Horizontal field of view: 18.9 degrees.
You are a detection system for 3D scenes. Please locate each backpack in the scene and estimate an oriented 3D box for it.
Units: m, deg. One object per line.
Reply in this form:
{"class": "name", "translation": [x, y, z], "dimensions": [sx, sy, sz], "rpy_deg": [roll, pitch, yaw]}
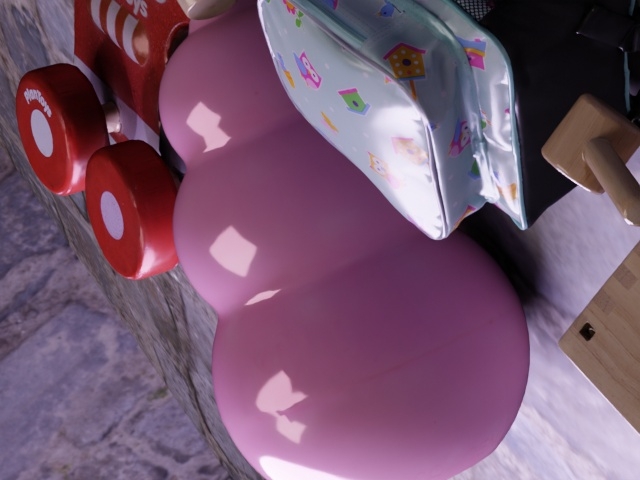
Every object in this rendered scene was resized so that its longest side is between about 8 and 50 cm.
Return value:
{"class": "backpack", "translation": [0.051, -0.107, 0.919], "dimensions": [0.188, 0.144, 0.166], "rpy_deg": [53, 171, 33]}

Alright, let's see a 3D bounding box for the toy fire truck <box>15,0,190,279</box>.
{"class": "toy fire truck", "translation": [-0.106, -0.132, 1.419], "dimensions": [0.302, 0.169, 0.254], "rpy_deg": [44, 141, 44]}

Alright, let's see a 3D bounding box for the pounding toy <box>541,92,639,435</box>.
{"class": "pounding toy", "translation": [0.149, 0.035, 0.786], "dimensions": [0.181, 0.094, 0.206], "rpy_deg": [14, -151, -51]}

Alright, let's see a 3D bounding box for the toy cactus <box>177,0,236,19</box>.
{"class": "toy cactus", "translation": [-0.088, -0.226, 1.201], "dimensions": [0.219, 0.112, 0.180], "rpy_deg": [65, -176, -74]}

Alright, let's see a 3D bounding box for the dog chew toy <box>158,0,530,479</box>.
{"class": "dog chew toy", "translation": [0.000, 0.000, 1.232], "dimensions": [0.332, 0.206, 0.206], "rpy_deg": [67, 166, -1]}
